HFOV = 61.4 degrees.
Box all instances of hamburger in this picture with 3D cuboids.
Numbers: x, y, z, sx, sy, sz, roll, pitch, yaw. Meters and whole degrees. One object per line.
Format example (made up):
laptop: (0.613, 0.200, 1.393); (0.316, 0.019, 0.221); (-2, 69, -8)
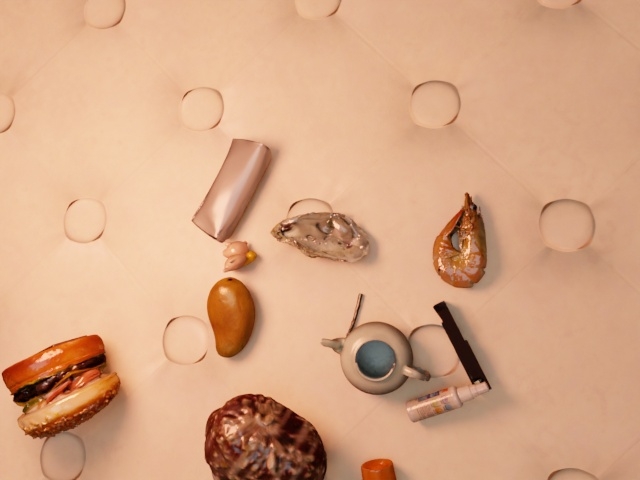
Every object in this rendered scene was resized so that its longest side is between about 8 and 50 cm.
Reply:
hamburger: (-0.699, 0.398, 1.467); (0.291, 0.291, 0.225); (-25, 88, 4)

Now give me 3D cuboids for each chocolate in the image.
chocolate: (-0.137, 0.517, 1.358); (0.340, 0.210, 0.225); (29, 52, 4)

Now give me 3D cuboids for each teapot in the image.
teapot: (0.149, 0.312, 1.427); (0.295, 0.129, 0.192); (18, 86, 11)

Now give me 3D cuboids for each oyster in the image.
oyster: (0.000, -0.001, 1.514); (0.252, 0.087, 0.199); (-21, 70, -3)

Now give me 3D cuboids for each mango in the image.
mango: (-0.252, 0.216, 1.518); (0.137, 0.099, 0.227); (-1, 90, 4)

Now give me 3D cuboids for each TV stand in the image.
TV stand: (0.376, 0.283, 1.439); (0.040, 0.049, 0.256); (-27, 80, 6)

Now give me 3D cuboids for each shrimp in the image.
shrimp: (0.386, -0.003, 1.475); (0.146, 0.061, 0.266); (6, 85, 18)

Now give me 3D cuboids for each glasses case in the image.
glasses case: (-0.259, -0.150, 1.577); (0.128, 0.083, 0.307); (26, 87, 17)

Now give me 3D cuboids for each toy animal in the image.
toy animal: (-0.249, 0.043, 1.538); (0.091, 0.114, 0.081); (-27, 91, 36)

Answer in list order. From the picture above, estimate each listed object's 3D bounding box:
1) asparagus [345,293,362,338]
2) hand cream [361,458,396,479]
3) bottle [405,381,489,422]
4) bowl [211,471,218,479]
asparagus: (0.090, 0.226, 1.507); (0.016, 0.016, 0.162); (20, 85, -16)
hand cream: (0.168, 0.735, 1.395); (0.140, 0.089, 0.313); (-14, 88, 9)
bottle: (0.331, 0.416, 1.400); (0.217, 0.060, 0.060); (-24, 79, 18)
bowl: (-0.219, 0.626, 1.460); (0.189, 0.086, 0.188); (-1, 83, 8)
